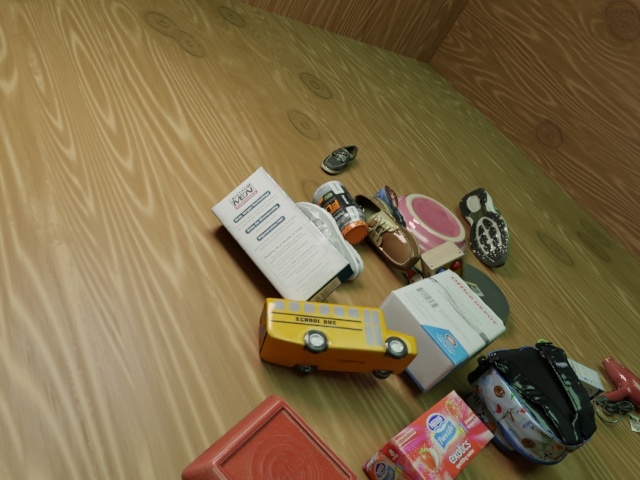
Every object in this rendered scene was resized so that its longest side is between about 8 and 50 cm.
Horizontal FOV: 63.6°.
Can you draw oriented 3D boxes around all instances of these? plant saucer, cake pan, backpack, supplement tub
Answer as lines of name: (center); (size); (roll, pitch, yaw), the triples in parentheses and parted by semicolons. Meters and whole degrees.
plant saucer: (0.394, -0.057, 1.856); (0.332, 0.084, 0.332); (21, 35, -16)
plant saucer: (-0.064, 0.418, 0.910); (0.259, 0.048, 0.258); (43, 35, 14)
cake pan: (0.490, 0.176, 1.667); (0.293, 0.054, 0.293); (21, 36, -16)
backpack: (0.510, 0.405, 1.255); (0.276, 0.213, 0.263); (-2, 38, -33)
supplement tub: (0.063, -0.083, 1.585); (0.117, 0.117, 0.190); (0, 45, -40)

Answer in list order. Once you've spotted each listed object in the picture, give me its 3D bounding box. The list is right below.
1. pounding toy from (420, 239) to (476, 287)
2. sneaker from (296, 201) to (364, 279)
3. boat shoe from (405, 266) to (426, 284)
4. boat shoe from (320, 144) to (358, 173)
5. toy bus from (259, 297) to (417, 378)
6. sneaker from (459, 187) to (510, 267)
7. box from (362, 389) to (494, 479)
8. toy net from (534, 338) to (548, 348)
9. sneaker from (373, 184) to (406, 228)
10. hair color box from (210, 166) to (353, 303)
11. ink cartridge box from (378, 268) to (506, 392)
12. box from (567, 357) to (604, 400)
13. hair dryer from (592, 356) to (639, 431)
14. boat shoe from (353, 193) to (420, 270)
pounding toy: (0.387, 0.093, 1.557); (0.130, 0.141, 0.100); (-25, 44, -6)
sneaker: (0.000, 0.000, 1.438); (0.281, 0.105, 0.115); (46, 36, 18)
boat shoe: (0.297, 0.131, 1.572); (0.043, 0.049, 0.137); (-7, 55, -41)
boat shoe: (0.075, -0.311, 1.922); (0.080, 0.073, 0.223); (39, 34, 10)
toy bus: (0.037, 0.215, 1.132); (0.332, 0.108, 0.130); (7, 47, -14)
sneaker: (0.684, -0.035, 2.034); (0.182, 0.158, 0.410); (36, 34, -28)
box: (0.226, 0.433, 1.060); (0.256, 0.123, 0.128); (-13, 53, -47)
toy net: (0.762, 0.408, 1.604); (0.232, 0.045, 0.122); (31, 33, -3)
sneaker: (0.229, -0.076, 1.752); (0.083, 0.087, 0.221); (19, 51, -39)
hair color box: (-0.095, 0.002, 1.279); (0.347, 0.174, 0.105); (48, -4, 20)
ink cartridge box: (0.304, 0.219, 1.326); (0.307, 0.129, 0.223); (-12, 54, -49)
box: (0.708, 0.413, 1.481); (0.137, 0.126, 0.072); (26, 36, -10)
hair dryer: (0.969, 0.486, 1.645); (0.223, 0.080, 0.294); (29, 33, -5)
boat shoe: (0.187, -0.033, 1.608); (0.120, 0.122, 0.324); (28, 20, -42)
